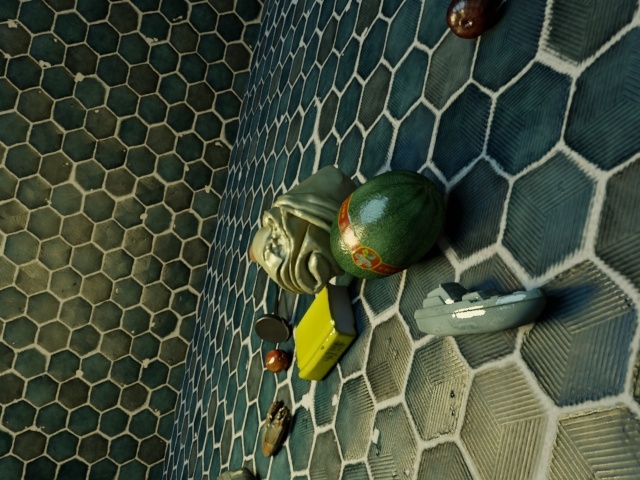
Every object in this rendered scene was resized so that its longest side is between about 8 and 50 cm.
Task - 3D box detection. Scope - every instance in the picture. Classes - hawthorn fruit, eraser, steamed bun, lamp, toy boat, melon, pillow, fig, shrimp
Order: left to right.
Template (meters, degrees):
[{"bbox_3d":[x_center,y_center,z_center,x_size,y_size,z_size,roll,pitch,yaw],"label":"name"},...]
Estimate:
[{"bbox_3d":[-0.272,0.808,1.581,0.335,0.092,0.162,-46,43,52],"label":"pillow"},{"bbox_3d":[-0.173,0.170,1.661,0.130,0.108,0.371,-57,29,35],"label":"lamp"},{"bbox_3d":[-0.133,0.524,1.453,0.144,0.052,0.251,-97,28,-45],"label":"shrimp"},{"bbox_3d":[-0.128,0.360,1.507,0.077,0.077,0.077,-168,90,-68],"label":"hawthorn fruit"},{"bbox_3d":[-0.001,-0.001,1.167,0.289,0.276,0.203,-40,67,5],"label":"steamed bun"},{"bbox_3d":[0.007,0.229,1.247,0.158,0.069,0.226,-98,29,-46],"label":"eraser"},{"bbox_3d":[0.117,-0.021,0.963,0.288,0.182,0.182,132,144,-54],"label":"melon"},{"bbox_3d":[0.286,-0.436,0.931,0.089,0.089,0.125,-38,19,57],"label":"fig"},{"bbox_3d":[0.233,0.097,0.754,0.260,0.078,0.085,149,115,-64],"label":"toy boat"}]

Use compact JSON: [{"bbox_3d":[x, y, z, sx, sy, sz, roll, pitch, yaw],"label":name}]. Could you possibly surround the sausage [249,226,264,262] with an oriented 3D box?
[{"bbox_3d":[-0.187,-0.009,1.826,0.289,0.086,0.086,130,145,-51],"label":"sausage"}]
